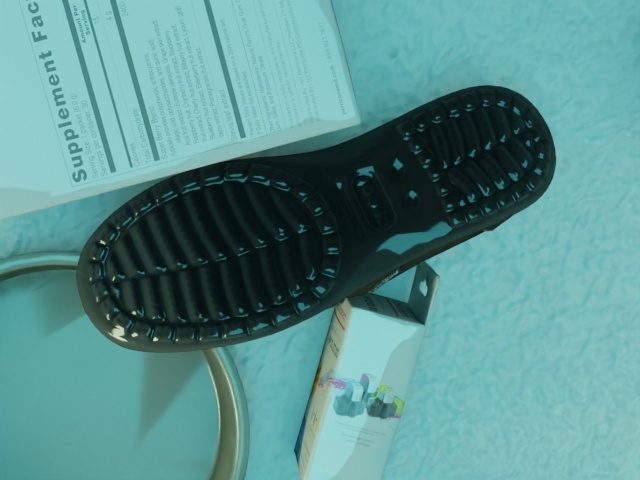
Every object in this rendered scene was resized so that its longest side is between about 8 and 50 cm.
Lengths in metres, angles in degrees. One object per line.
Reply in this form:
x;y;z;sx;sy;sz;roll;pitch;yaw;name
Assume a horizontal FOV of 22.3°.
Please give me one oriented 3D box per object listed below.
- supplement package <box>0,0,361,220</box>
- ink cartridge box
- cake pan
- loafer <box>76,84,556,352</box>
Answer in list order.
-0.138;-0.134;1.179;0.293;0.177;0.175;-15;99;-2;supplement package
0.034;0.099;1.261;0.061;0.104;0.181;15;96;-7;ink cartridge box
-0.202;0.150;1.277;0.293;0.054;0.293;-1;98;-4;cake pan
0.000;0.000;1.225;0.366;0.130;0.134;-17;78;-5;loafer
